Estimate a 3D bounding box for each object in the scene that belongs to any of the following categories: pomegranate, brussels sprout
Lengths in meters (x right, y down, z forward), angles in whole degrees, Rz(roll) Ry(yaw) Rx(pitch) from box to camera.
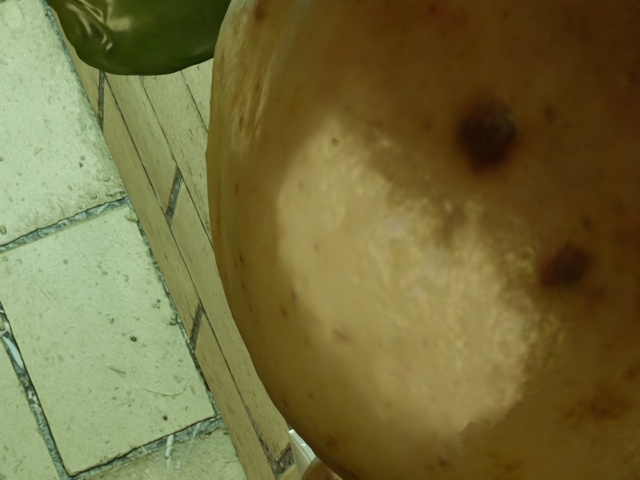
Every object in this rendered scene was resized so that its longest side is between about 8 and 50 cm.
[{"bbox_3d":[0.111,-0.008,0.743,0.410,0.410,0.410,159,90,-76],"label":"pomegranate"},{"bbox_3d":[-0.145,-0.303,1.571,0.242,0.274,0.316,50,-170,-48],"label":"brussels sprout"}]

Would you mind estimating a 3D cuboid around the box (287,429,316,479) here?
[{"bbox_3d":[0.098,0.273,1.616,0.116,0.203,0.274,-129,23,-49],"label":"box"}]
